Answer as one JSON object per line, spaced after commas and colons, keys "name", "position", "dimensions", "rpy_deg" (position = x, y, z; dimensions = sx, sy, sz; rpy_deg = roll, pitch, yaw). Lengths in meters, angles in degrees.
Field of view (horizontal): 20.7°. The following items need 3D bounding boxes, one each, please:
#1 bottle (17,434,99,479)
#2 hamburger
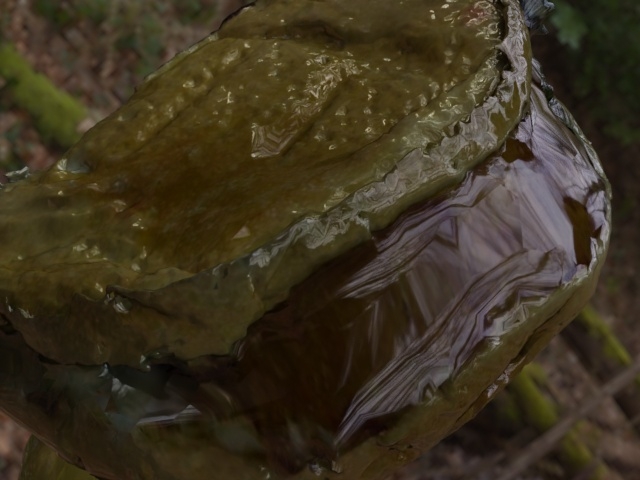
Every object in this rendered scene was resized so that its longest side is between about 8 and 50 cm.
{"name": "bottle", "position": [-0.107, 0.260, 0.955], "dimensions": [0.171, 0.171, 0.351], "rpy_deg": [40, 34, -30]}
{"name": "hamburger", "position": [0.000, 0.000, 0.732], "dimensions": [0.211, 0.309, 0.132], "rpy_deg": [38, -25, 46]}
